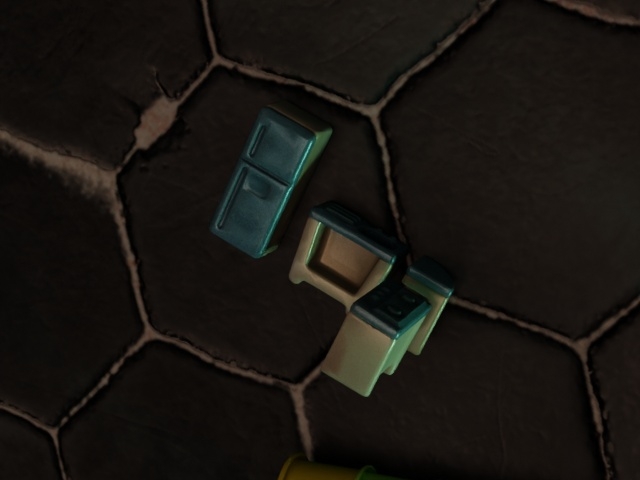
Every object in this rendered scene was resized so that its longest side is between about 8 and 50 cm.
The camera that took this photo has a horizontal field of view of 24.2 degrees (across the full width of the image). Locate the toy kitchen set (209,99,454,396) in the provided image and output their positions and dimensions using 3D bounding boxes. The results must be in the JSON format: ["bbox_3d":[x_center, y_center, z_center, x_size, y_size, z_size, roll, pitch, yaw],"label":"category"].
[{"bbox_3d":[0.000,0.000,1.161,0.207,0.166,0.122,30,111,13],"label":"toy kitchen set"}]

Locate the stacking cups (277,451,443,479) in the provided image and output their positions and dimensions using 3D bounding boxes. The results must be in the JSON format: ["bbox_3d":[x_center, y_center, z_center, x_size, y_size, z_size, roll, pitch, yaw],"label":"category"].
[{"bbox_3d":[0.122,0.236,1.216,0.316,0.096,0.096,4,103,16],"label":"stacking cups"}]
